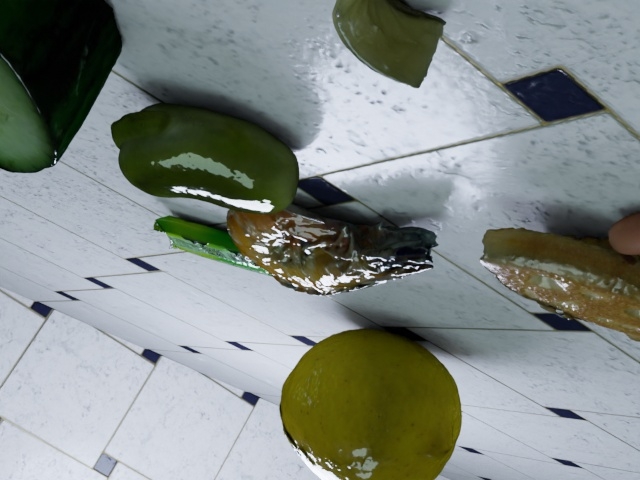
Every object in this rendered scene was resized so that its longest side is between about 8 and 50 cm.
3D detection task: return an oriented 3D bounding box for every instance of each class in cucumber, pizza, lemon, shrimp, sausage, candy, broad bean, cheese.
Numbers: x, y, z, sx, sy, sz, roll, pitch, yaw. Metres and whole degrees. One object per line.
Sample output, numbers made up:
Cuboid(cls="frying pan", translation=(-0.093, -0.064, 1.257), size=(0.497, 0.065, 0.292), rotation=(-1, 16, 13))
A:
Cuboid(cls="cucumber", translation=(-0.250, -0.149, 0.648), size=(0.191, 0.130, 0.191), rotation=(16, 157, 7))
Cuboid(cls="pizza", translation=(0.254, 0.036, 0.743), size=(0.246, 0.058, 0.127), rotation=(19, 161, -2))
Cuboid(cls="lemon", translation=(0.070, 0.252, 1.268), size=(0.310, 0.253, 0.253), rotation=(9, 160, 49))
Cuboid(cls="shrimp", translation=(0.000, 0.000, 0.914), size=(0.164, 0.062, 0.317), rotation=(37, 156, -27))
Cuboid(cls="sausage", translation=(0.260, -0.008, 0.649), size=(0.034, 0.034, 0.083), rotation=(29, 158, -24))
Cuboid(cls="candy", translation=(-0.124, 0.010, 1.112), size=(0.178, 0.032, 0.102), rotation=(14, 165, 14))
Cuboid(cls="broad bean", translation=(-0.106, -0.079, 0.779), size=(0.174, 0.082, 0.124), rotation=(7, 161, 7))
Cuboid(cls="cheese", translation=(0.035, -0.135, 0.494), size=(0.041, 0.060, 0.084), rotation=(6, 150, 38))
